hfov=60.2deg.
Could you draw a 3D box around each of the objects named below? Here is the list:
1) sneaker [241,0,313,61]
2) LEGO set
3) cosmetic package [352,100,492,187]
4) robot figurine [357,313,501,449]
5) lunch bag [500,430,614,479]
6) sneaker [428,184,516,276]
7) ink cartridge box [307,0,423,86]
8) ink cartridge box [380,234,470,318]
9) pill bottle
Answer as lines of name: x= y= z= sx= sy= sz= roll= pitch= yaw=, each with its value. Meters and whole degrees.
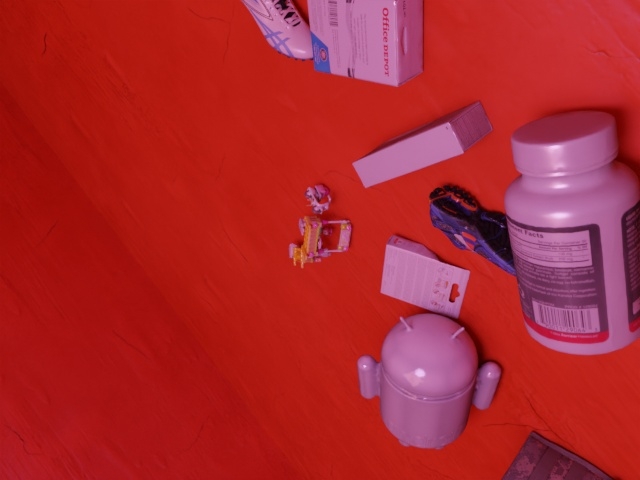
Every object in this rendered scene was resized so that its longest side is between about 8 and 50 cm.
sneaker: x=-0.084 y=-0.439 z=1.047 sx=0.237 sy=0.085 sz=0.086 roll=51 pitch=160 yaw=7
LEGO set: x=0.000 y=0.000 z=1.333 sx=0.287 sy=0.107 sz=0.132 roll=109 pitch=154 yaw=-54
cosmetic package: x=0.171 y=-0.161 z=0.966 sx=0.239 sy=0.098 sz=0.061 roll=-14 pitch=106 yaw=54
robot figurine: x=0.229 y=0.301 z=1.188 sx=0.299 sy=0.200 sz=0.354 roll=-1 pitch=127 yaw=5
lunch bag: x=0.484 y=0.559 z=1.066 sx=0.287 sy=0.235 sz=0.169 roll=25 pitch=137 yaw=35
sneaker: x=0.285 y=-0.011 z=0.988 sx=0.221 sy=0.083 sz=0.087 roll=43 pitch=157 yaw=25
ink cartridge box: x=0.075 y=-0.353 z=0.936 sx=0.190 sy=0.082 sz=0.140 roll=23 pitch=134 yaw=36
ink cartridge box: x=0.221 y=0.077 z=1.170 sx=0.179 sy=0.045 sz=0.146 roll=17 pitch=132 yaw=18
pill bottle: x=0.364 y=-0.012 z=0.793 sx=0.176 sy=0.176 sz=0.319 roll=9 pitch=124 yaw=46
